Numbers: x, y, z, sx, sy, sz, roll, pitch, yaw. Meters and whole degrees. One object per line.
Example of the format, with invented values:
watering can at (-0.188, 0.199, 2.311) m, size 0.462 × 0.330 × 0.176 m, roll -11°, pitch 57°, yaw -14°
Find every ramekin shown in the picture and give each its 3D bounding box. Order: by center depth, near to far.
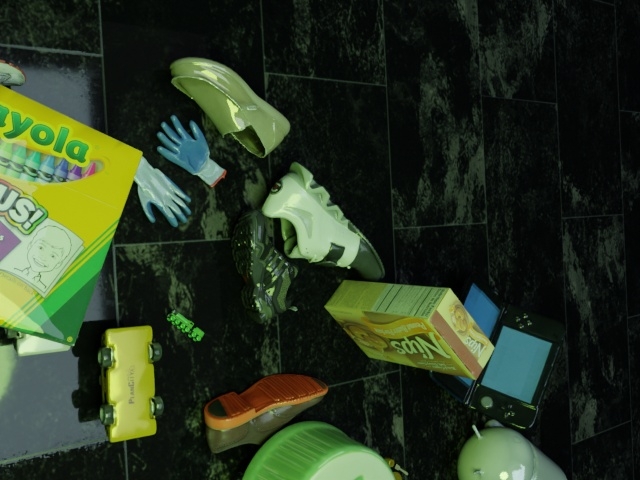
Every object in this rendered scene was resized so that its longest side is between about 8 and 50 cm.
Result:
ramekin at (0.006, 0.505, 1.286) m, size 0.304 × 0.148 × 0.303 m, roll 0°, pitch 91°, yaw -37°

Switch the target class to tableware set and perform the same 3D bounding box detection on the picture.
tableware set at (0.129, 0.566, 1.557) m, size 0.104 × 0.024 × 0.154 m, roll 43°, pitch 66°, yaw -25°

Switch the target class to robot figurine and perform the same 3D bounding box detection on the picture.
robot figurine at (0.475, 0.592, 1.700) m, size 0.353 × 0.200 × 0.299 m, roll 42°, pitch 26°, yaw -29°

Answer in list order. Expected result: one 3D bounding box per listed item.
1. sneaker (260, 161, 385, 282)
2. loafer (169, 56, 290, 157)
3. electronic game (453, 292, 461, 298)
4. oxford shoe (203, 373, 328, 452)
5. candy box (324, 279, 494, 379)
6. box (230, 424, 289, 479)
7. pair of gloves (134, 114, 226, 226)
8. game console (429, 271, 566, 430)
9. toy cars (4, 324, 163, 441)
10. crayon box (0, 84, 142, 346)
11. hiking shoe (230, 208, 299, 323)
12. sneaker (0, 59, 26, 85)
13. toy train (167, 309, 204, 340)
sneaker at (0.000, 0.000, 1.423) m, size 0.146 × 0.122 × 0.330 m, roll -47°, pitch 118°, yaw -7°
loafer at (-0.170, -0.246, 1.293) m, size 0.269 × 0.102 × 0.092 m, roll 30°, pitch 66°, yaw -33°
electronic game at (0.336, 0.243, 1.698) m, size 0.229 × 0.048 × 0.229 m, roll 0°, pitch 90°, yaw -36°
oxford shoe at (-0.106, 0.337, 1.354) m, size 0.272 × 0.097 × 0.098 m, roll -10°, pitch 115°, yaw -32°
candy box at (0.173, 0.176, 1.410) m, size 0.183 × 0.317 × 0.087 m, roll 49°, pitch 62°, yaw -26°
box at (-0.076, 0.487, 1.368) m, size 0.180 × 0.078 × 0.147 m, roll -43°, pitch 114°, yaw -29°
pair of gloves at (-0.269, -0.125, 1.267) m, size 0.159 × 0.023 × 0.198 m, roll 48°, pitch 62°, yaw -26°
game console at (0.430, 0.262, 1.644) m, size 0.293 × 0.250 × 0.173 m, roll -63°, pitch 157°, yaw -20°
toy cars at (-0.394, 0.162, 1.135) m, size 0.176 × 0.087 × 0.393 m, roll -49°, pitch 113°, yaw -28°
crayon box at (-0.476, -0.053, 0.963) m, size 0.363 × 0.106 × 0.313 m, roll 25°, pitch 74°, yaw -35°
hiking shoe at (-0.104, 0.043, 1.353) m, size 0.114 × 0.086 × 0.226 m, roll -15°, pitch 108°, yaw -35°
sneaker at (-0.556, -0.222, 1.025) m, size 0.225 × 0.088 × 0.092 m, roll -19°, pitch 109°, yaw -29°
toy train at (-0.250, 0.158, 1.280) m, size 0.083 × 0.017 × 0.023 m, roll 45°, pitch 55°, yaw -27°
